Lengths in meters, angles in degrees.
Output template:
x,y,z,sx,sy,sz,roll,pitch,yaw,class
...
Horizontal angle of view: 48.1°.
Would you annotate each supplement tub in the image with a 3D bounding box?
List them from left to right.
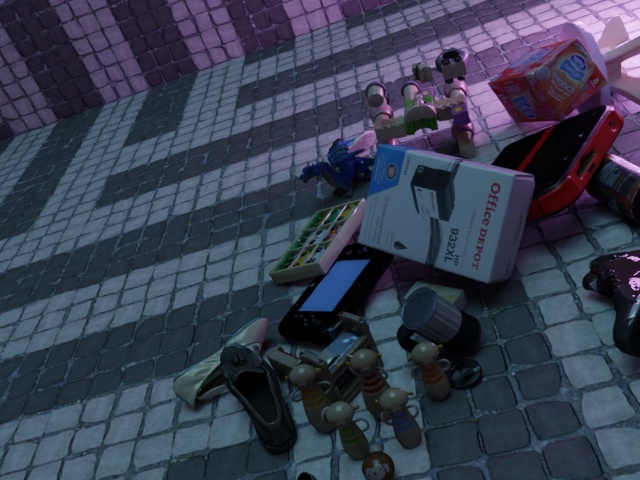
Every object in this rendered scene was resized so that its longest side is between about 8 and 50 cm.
x,y,z,sx,sy,sz,roll,pitch,yaw,class
0.636,-0.120,1.525,0.106,0.106,0.198,-27,32,-7,supplement tub

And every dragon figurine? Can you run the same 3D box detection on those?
x,y,z,sx,sy,sz,roll,pitch,yaw,class
0.074,-0.215,1.985,0.289,0.144,0.085,-38,35,-24,dragon figurine

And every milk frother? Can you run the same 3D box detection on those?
x,y,z,sx,sy,sz,roll,pitch,yaw,class
0.224,0.179,1.301,0.129,0.134,0.143,-57,31,4,milk frother

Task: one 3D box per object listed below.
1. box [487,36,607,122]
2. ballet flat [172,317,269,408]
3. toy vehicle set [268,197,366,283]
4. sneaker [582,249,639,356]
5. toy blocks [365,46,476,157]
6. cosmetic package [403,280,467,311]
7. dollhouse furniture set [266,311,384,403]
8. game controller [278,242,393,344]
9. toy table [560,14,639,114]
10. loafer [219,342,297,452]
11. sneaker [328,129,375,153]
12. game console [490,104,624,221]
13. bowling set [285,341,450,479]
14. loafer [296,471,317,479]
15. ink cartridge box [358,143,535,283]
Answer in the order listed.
x,y,z,sx,sy,sz,roll,pitch,yaw,class
0.576,-0.406,1.847,0.154,0.142,0.300,-39,11,-1,box
-0.192,0.262,1.509,0.248,0.086,0.086,-36,34,-18,ballet flat
0.000,0.000,1.770,0.166,0.035,0.267,-15,28,40,toy vehicle set
0.532,0.104,1.275,0.162,0.106,0.281,2,29,44,sneaker
0.267,-0.390,1.958,0.288,0.309,0.260,-10,39,11,toy blocks
0.236,0.124,1.468,0.115,0.041,0.060,8,42,40,cosmetic package
-0.001,0.215,1.395,0.183,0.129,0.129,14,46,44,dollhouse furniture set
0.037,0.109,1.594,0.166,0.067,0.319,5,40,37,game controller
0.744,-0.449,1.858,0.160,0.274,0.252,-13,-2,-4,toy table
-0.123,0.278,1.369,0.096,0.084,0.267,-27,45,-13,loafer
0.090,-0.294,2.179,0.152,0.058,0.084,-40,44,-16,sneaker
0.486,-0.153,1.637,0.342,0.060,0.386,-23,20,52,game console
0.094,0.286,1.203,0.287,0.154,0.200,-19,31,6,bowling set
-0.029,0.436,1.152,0.056,0.050,0.148,-17,32,10,loafer
0.255,-0.061,1.485,0.307,0.223,0.129,18,12,32,ink cartridge box
